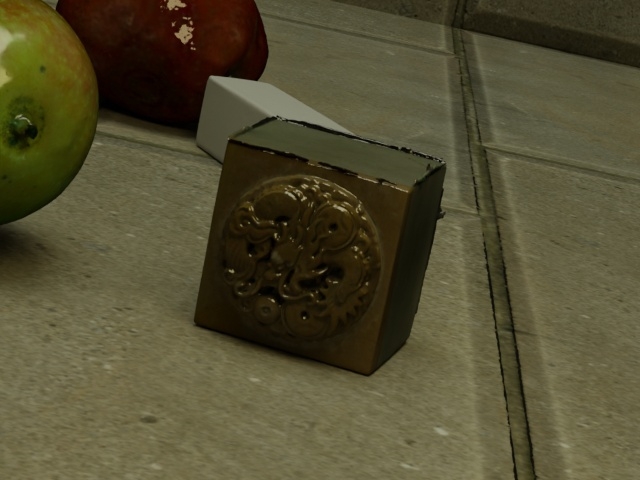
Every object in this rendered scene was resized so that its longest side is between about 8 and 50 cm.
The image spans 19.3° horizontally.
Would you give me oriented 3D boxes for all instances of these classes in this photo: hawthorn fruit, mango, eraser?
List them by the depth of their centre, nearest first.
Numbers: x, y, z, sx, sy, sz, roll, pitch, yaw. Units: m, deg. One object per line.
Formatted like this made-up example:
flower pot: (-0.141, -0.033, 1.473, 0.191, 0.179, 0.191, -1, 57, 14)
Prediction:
mango: (-0.333, -0.112, 1.449, 0.382, 0.201, 0.225, 6, 29, 35)
eraser: (-0.034, -0.092, 1.883, 0.076, 0.078, 0.298, 6, 15, -26)
hawthorn fruit: (-0.164, -0.225, 2.088, 0.261, 0.224, 0.224, 43, 24, 19)

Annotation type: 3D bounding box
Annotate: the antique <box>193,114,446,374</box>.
antique: (0.000, 0.000, 1.372, 0.146, 0.152, 0.148, 15, 16, 15)
